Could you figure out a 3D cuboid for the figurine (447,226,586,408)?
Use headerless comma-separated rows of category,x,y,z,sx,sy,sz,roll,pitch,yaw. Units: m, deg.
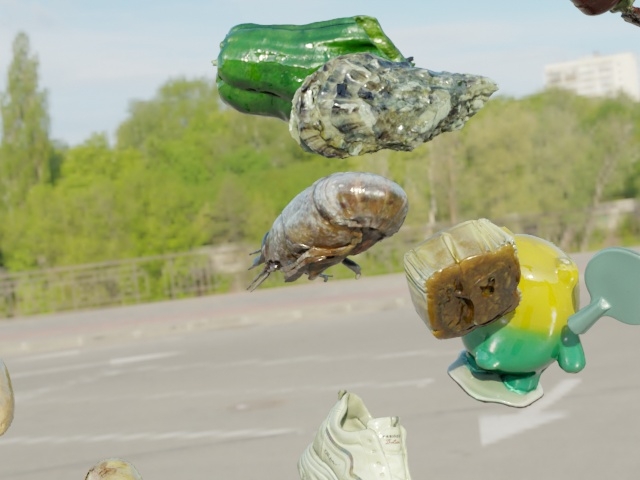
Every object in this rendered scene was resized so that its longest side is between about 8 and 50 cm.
figurine,0.380,0.145,2.284,0.323,0.340,0.231,24,35,24

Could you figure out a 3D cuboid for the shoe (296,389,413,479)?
shoe,0.101,0.410,2.066,0.132,0.211,0.342,3,24,-42

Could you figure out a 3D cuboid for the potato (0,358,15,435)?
potato,-0.528,0.241,1.804,0.112,0.147,0.112,-10,-38,-8

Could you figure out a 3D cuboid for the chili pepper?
chili pepper,0.001,-0.269,1.994,0.385,0.167,0.213,6,-30,-3

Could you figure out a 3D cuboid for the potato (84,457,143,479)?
potato,-0.265,0.356,1.538,0.080,0.107,0.170,-2,21,-24

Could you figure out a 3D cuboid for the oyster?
oyster,0.117,-0.223,1.879,0.351,0.162,0.158,-9,23,-12

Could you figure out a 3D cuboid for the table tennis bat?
table tennis bat,0.512,0.101,2.043,0.040,0.153,0.244,-39,-8,-37

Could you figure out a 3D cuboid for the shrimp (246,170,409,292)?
shrimp,-0.005,-0.005,1.548,0.145,0.116,0.343,-3,-18,-36

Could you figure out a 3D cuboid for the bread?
bread,0.255,0.073,2.043,0.192,0.210,0.110,-23,49,-9

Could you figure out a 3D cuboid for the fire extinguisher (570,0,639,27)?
fire extinguisher,0.383,-0.412,1.697,0.337,0.106,0.147,37,6,-18
